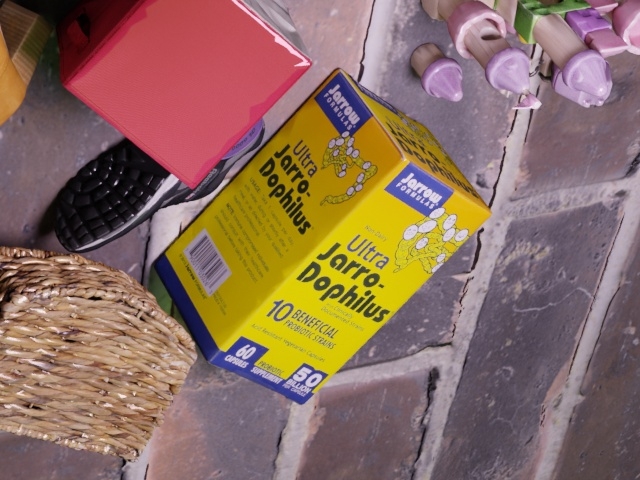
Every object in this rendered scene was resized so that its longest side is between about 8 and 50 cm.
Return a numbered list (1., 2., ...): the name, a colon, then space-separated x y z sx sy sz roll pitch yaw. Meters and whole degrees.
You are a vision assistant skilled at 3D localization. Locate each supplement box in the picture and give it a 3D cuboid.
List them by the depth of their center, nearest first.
1. supplement box: 0.000 0.000 2.277 0.356 0.195 0.194 -46 137 14

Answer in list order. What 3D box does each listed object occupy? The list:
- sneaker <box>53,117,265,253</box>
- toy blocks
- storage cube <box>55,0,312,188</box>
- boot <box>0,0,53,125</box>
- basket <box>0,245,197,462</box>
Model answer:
1. sneaker: -0.183 -0.067 2.173 0.283 0.107 0.124 -38 145 6
2. toy blocks: 0.287 -0.239 2.179 0.289 0.260 0.309 -12 134 -23
3. storage cube: -0.148 -0.210 1.956 0.215 0.183 0.193 39 105 -25
4. boot: -0.406 -0.189 1.866 0.211 0.104 0.295 -61 145 -7
5. basket: -0.329 0.106 2.194 0.299 0.223 0.213 20 103 -41
